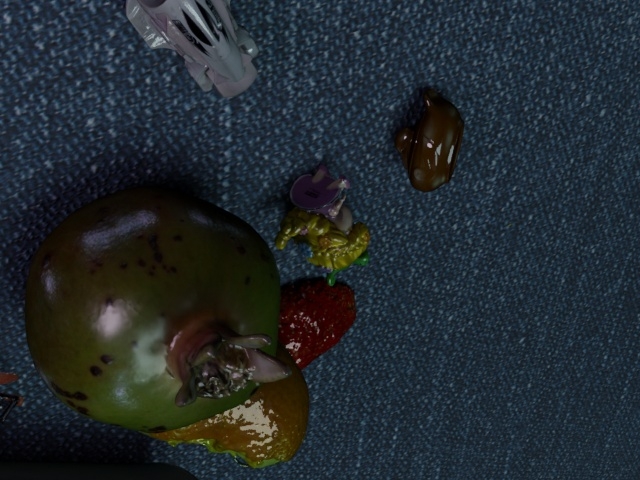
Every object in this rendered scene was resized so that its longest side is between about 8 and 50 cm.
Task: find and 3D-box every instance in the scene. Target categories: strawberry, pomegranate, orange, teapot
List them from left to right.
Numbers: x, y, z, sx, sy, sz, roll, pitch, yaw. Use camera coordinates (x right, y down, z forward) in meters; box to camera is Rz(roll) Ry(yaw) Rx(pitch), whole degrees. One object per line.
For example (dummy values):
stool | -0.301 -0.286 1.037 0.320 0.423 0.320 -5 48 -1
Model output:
pomegranate | -0.155 0.100 1.576 0.291 0.323 0.290 -30 145 -24
orange | -0.116 0.177 1.804 0.237 0.179 0.158 23 111 -21
strawberry | -0.021 0.122 1.944 0.187 0.082 0.146 -27 152 -22
teapot | 0.131 -0.123 1.797 0.098 0.078 0.129 -60 163 -55

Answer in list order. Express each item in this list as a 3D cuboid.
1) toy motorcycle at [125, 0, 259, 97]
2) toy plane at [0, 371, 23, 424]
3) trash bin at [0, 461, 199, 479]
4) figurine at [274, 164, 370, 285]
toy motorcycle | -0.124 -0.219 1.422 0.112 0.112 0.254 -37 144 -1
toy plane | -0.419 0.201 1.684 0.130 0.061 0.189 17 124 -23
trash bin | -0.319 0.407 1.825 0.432 0.280 0.280 16 120 -47
figurine | 0.000 0.000 1.793 0.115 0.095 0.156 -40 143 -16
